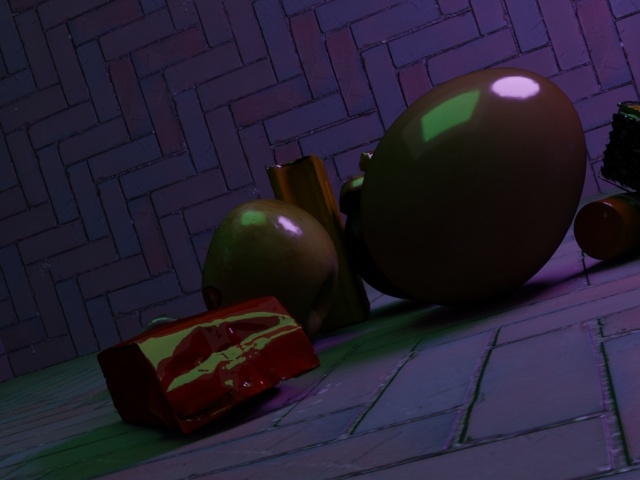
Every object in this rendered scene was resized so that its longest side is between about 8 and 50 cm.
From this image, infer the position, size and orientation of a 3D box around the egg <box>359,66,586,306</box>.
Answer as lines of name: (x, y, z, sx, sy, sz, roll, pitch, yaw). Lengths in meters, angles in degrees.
egg: (0.223, -0.082, 1.278, 0.374, 0.301, 0.301, -60, 4, -4)

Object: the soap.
soap: (0.000, -0.001, 1.638, 0.096, 0.324, 0.204, -18, 2, 5)

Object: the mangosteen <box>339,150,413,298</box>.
mangosteen: (0.158, -0.043, 1.565, 0.275, 0.302, 0.275, -27, -23, -12)

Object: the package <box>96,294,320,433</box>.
package: (-0.166, 0.163, 1.154, 0.196, 0.123, 0.423, -21, 0, -23)

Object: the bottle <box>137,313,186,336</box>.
bottle: (-0.315, 0.212, 1.816, 0.120, 0.120, 0.253, -18, -1, -7)

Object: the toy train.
toy train: (0.527, -0.117, 1.227, 0.177, 0.134, 0.261, -3, 25, -27)

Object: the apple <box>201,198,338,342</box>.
apple: (-0.077, 0.058, 1.430, 0.194, 0.261, 0.261, 19, 15, 20)

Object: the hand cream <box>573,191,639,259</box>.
hand cream: (0.503, -0.042, 1.329, 0.314, 0.089, 0.139, -15, 5, -36)
